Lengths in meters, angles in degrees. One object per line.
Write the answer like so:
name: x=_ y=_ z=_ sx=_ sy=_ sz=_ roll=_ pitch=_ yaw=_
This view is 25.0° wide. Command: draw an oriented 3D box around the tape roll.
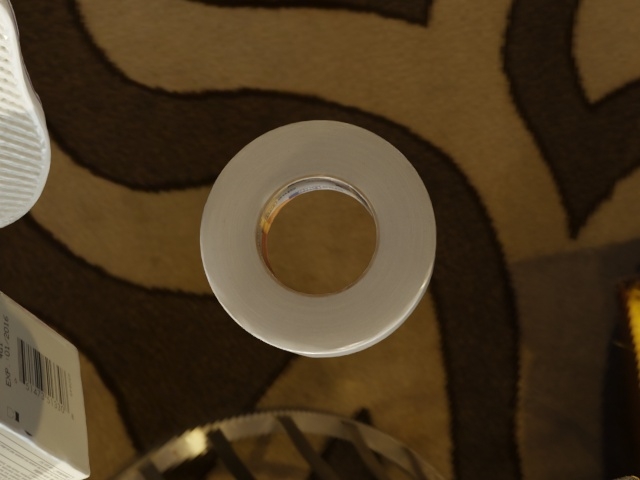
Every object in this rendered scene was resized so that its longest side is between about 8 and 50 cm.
tape roll: x=0.000 y=0.000 z=1.363 sx=0.219 sy=0.072 sz=0.219 roll=-1 pitch=82 yaw=5

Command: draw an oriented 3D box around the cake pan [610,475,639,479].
cake pan: x=0.011 y=0.162 z=0.503 sx=0.293 sy=0.293 sz=0.054 roll=-22 pitch=72 yaw=-16

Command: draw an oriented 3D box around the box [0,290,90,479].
box: x=-0.327 y=0.150 z=1.181 sx=0.232 sy=0.127 sz=0.148 roll=-20 pitch=148 yaw=13

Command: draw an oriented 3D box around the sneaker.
sneaker: x=-0.272 y=-0.138 z=1.097 sx=0.102 sy=0.161 sz=0.282 roll=-12 pitch=143 yaw=-19
